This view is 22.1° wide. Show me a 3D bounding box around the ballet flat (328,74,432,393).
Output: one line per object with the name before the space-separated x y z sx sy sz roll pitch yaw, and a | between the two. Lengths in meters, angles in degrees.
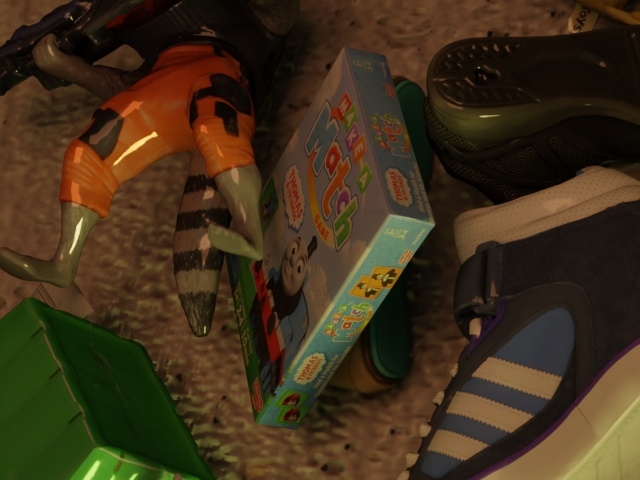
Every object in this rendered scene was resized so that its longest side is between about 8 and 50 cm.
ballet flat | 0.028 -0.007 1.165 0.073 0.080 0.232 -9 66 40

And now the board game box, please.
board game box | 0.000 0.000 1.108 0.211 0.039 0.160 -58 32 38

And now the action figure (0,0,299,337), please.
action figure | -0.126 -0.102 1.228 0.341 0.178 0.330 -17 45 40

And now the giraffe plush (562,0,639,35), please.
giraffe plush | 0.168 -0.245 1.122 0.181 0.170 0.210 2 73 27

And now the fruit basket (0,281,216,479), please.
fruit basket | -0.220 0.237 1.147 0.353 0.165 0.327 -60 35 16

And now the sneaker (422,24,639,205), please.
sneaker | 0.180 -0.079 1.116 0.227 0.130 0.087 -3 63 -4

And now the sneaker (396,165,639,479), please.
sneaker | 0.121 0.097 1.071 0.323 0.130 0.236 -47 37 22
